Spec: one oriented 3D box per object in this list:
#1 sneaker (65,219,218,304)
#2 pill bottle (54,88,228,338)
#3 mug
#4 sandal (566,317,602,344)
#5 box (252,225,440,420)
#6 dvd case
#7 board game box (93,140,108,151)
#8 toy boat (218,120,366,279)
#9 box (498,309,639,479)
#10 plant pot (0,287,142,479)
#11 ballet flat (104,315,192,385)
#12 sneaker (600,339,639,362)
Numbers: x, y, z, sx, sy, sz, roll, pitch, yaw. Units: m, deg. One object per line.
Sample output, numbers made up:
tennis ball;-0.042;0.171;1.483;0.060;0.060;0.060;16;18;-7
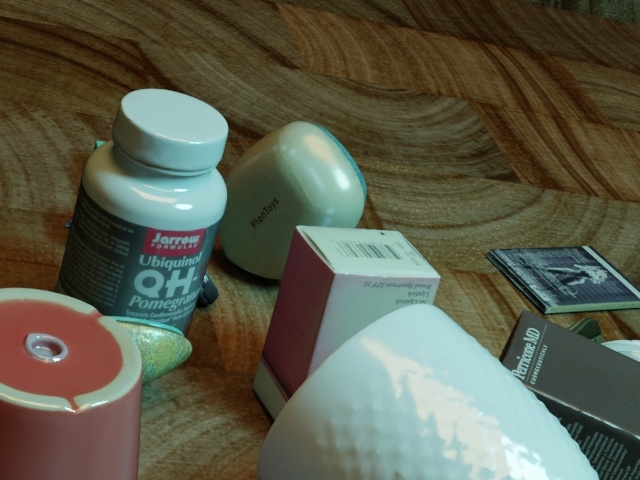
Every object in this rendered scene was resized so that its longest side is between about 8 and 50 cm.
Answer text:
sneaker;-0.239;0.025;1.990;0.224;0.083;0.098;43;79;13
pill bottle;-0.213;-0.015;1.786;0.176;0.318;0.176;14;29;-8
mug;0.105;0.299;1.518;0.374;0.276;0.328;-36;62;-21
sandal;0.328;0.164;2.069;0.060;0.090;0.219;12;26;40
box;0.029;0.113;1.785;0.148;0.232;0.127;3;26;-27
dvd case;0.394;0.060;2.341;0.221;0.018;0.164;-2;33;-32
board game box;-0.246;-0.067;2.150;0.160;0.047;0.210;8;29;-19
toy boat;0.000;0.000;2.032;0.148;0.267;0.318;-31;86;-47
box;0.388;0.252;1.855;0.381;0.143;0.191;23;28;7
plant pot;-0.293;0.197;1.438;0.275;0.243;0.275;15;27;-8
ballet flat;-0.319;0.143;1.681;0.348;0.123;0.123;10;29;-18
sneaker;0.461;0.223;1.998;0.252;0.103;0.111;29;28;19
